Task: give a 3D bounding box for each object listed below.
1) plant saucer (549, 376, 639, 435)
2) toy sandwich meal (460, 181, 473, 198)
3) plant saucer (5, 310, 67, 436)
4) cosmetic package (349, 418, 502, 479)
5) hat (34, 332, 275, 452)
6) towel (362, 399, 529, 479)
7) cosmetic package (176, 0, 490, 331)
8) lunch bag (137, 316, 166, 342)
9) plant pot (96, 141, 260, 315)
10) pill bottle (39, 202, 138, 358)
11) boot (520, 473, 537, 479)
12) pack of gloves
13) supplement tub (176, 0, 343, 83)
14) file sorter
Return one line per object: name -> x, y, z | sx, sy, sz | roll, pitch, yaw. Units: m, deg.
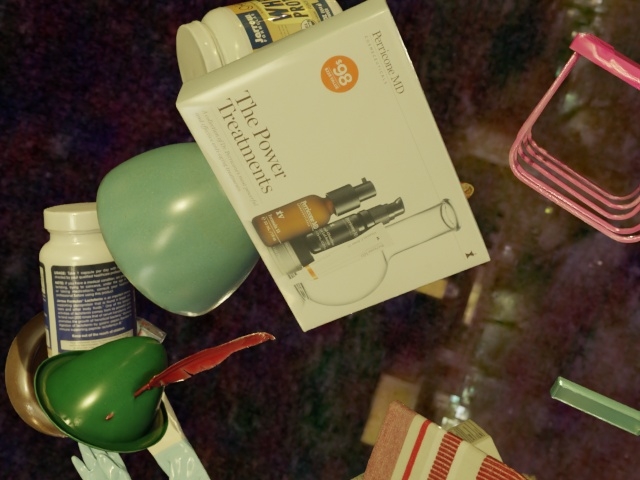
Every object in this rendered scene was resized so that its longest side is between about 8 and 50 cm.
plant saucer -> 0.548, 0.328, 1.624 | 0.018, 0.192, 0.067 | -56, 163, -34
toy sandwich meal -> 0.299, -0.111, 1.826 | 0.085, 0.085, 0.029 | -59, 139, -46
plant saucer -> -0.565, 0.299, 1.912 | 0.310, 0.050, 0.310 | 4, 83, -36
cosmetic package -> 0.212, 0.488, 1.634 | 0.153, 0.296, 0.129 | -150, -146, -84
hat -> -0.217, 0.135, 1.015 | 0.183, 0.173, 0.208 | -54, 154, 20
towel -> 0.201, 0.439, 1.361 | 0.037, 0.329, 0.237 | 14, 97, -45
cosmetic package -> 0.026, -0.089, 1.095 | 0.097, 0.284, 0.377 | -96, 161, -62
lunch bag -> -0.380, 0.207, 1.736 | 0.071, 0.083, 0.053 | -56, 179, 10
plant pot -> -0.190, -0.047, 1.362 | 0.195, 0.290, 0.290 | -31, -174, 26
pill bottle -> -0.394, 0.073, 1.404 | 0.153, 0.153, 0.264 | -35, 125, -70
boot -> 0.329, 0.434, 1.347 | 0.114, 0.106, 0.037 | -50, -167, 25
pack of gloves -> -0.299, 0.401, 1.418 | 0.195, 0.232, 0.046 | -29, 177, 0
supplement tub -> -0.115, -0.378, 1.701 | 0.316, 0.228, 0.228 | -19, 140, -22
file sorter -> 0.370, -0.136, 1.057 | 0.182, 0.202, 0.291 | -59, 171, 22
